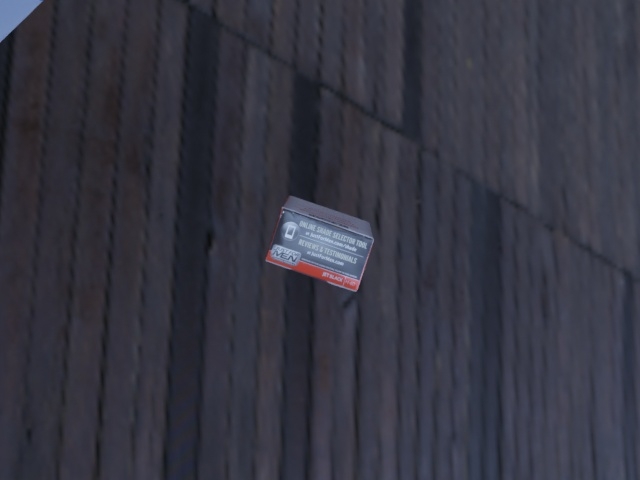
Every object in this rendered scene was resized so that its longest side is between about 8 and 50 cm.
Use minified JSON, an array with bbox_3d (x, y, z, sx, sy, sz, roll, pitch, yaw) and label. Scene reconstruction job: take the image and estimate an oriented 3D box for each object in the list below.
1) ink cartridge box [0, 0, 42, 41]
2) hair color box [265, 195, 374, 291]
[{"bbox_3d":[-0.273,-0.248,1.155,0.065,0.311,0.186,22,56,-36],"label":"ink cartridge box"},{"bbox_3d":[0.000,0.000,1.061,0.141,0.072,0.043,-74,-177,-85],"label":"hair color box"}]
